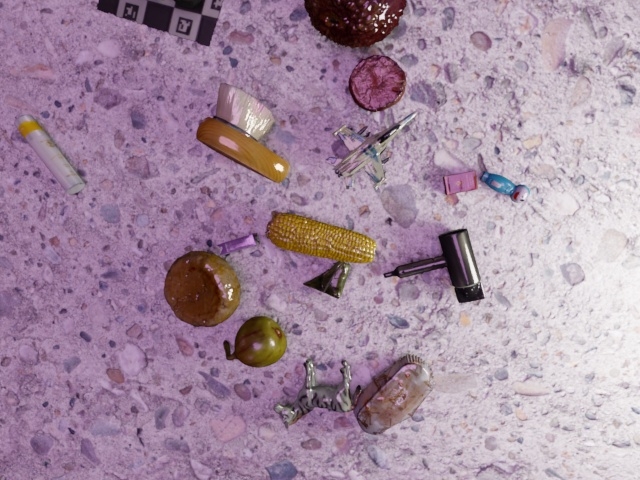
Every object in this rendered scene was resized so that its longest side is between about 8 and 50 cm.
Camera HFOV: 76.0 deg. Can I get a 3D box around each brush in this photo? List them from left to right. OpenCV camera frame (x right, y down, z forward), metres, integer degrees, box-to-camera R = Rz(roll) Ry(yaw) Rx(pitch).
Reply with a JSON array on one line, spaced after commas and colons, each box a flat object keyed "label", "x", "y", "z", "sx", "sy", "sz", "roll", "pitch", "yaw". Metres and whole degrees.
[{"label": "brush", "x": -0.183, "y": -0.278, "z": 1.095, "sx": 0.267, "sy": 0.174, "sz": 0.166, "roll": 30, "pitch": 90, "yaw": -4}]

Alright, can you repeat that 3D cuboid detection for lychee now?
[{"label": "lychee", "x": 0.099, "y": -0.608, "z": 0.986, "sx": 0.271, "sy": 0.271, "sz": 0.271, "roll": 1, "pitch": 96, "yaw": 8}]

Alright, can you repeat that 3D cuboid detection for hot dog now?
[{"label": "hot dog", "x": 0.206, "y": 0.439, "z": 1.153, "sx": 0.268, "sy": 0.075, "sz": 0.144, "roll": -45, "pitch": 92, "yaw": 8}]

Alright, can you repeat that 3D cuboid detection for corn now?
[{"label": "corn", "x": 0.000, "y": 0.000, "z": 1.122, "sx": 0.305, "sy": 0.106, "sz": 0.106, "roll": 15, "pitch": 98, "yaw": 3}]

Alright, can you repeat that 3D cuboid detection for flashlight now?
[{"label": "flashlight", "x": 0.481, "y": -0.141, "z": 1.070, "sx": 0.129, "sy": 0.051, "sz": 0.051, "roll": 29, "pitch": 99, "yaw": 11}]

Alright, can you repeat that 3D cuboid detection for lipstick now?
[{"label": "lipstick", "x": -0.814, "y": -0.257, "z": 1.235, "sx": 0.059, "sy": 0.059, "sz": 0.264, "roll": -37, "pitch": 90, "yaw": 10}]

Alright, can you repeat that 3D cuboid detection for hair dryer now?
[{"label": "hair dryer", "x": 0.298, "y": 0.092, "z": 1.116, "sx": 0.248, "sy": 0.078, "sz": 0.195, "roll": -15, "pitch": 94, "yaw": 19}]

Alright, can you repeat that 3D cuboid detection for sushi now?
[{"label": "sushi", "x": -0.443, "y": -0.742, "z": 1.110, "sx": 0.373, "sy": 0.100, "sz": 0.296, "roll": 20, "pitch": 98, "yaw": 6}]

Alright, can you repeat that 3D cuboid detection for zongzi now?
[{"label": "zongzi", "x": 0.018, "y": 0.095, "z": 1.158, "sx": 0.119, "sy": 0.055, "sz": 0.109, "roll": 20, "pitch": 96, "yaw": 17}]

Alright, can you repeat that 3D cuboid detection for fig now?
[{"label": "fig", "x": -0.194, "y": 0.296, "z": 1.160, "sx": 0.186, "sy": 0.142, "sz": 0.148, "roll": -30, "pitch": 64, "yaw": -3}]

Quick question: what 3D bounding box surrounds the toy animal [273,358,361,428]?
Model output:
[{"label": "toy animal", "x": -0.015, "y": 0.426, "z": 1.182, "sx": 0.255, "sy": 0.090, "sz": 0.170, "roll": -18, "pitch": 89, "yaw": 16}]

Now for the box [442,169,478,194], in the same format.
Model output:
[{"label": "box", "x": 0.373, "y": -0.153, "z": 1.093, "sx": 0.082, "sy": 0.023, "sz": 0.051, "roll": -11, "pitch": 93, "yaw": 9}]

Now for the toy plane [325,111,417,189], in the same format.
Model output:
[{"label": "toy plane", "x": 0.146, "y": -0.253, "z": 1.091, "sx": 0.262, "sy": 0.088, "sz": 0.192, "roll": -37, "pitch": 95, "yaw": 0}]

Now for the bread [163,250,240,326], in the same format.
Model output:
[{"label": "bread", "x": -0.331, "y": 0.134, "z": 1.170, "sx": 0.230, "sy": 0.123, "sz": 0.230, "roll": 4, "pitch": 102, "yaw": 19}]

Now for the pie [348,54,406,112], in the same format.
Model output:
[{"label": "pie", "x": 0.150, "y": -0.415, "z": 1.091, "sx": 0.154, "sy": 0.036, "sz": 0.154, "roll": 1, "pitch": 96, "yaw": 8}]

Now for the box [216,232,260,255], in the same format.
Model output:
[{"label": "box", "x": -0.237, "y": 0.011, "z": 1.184, "sx": 0.117, "sy": 0.050, "sz": 0.036, "roll": -16, "pitch": 91, "yaw": 8}]
